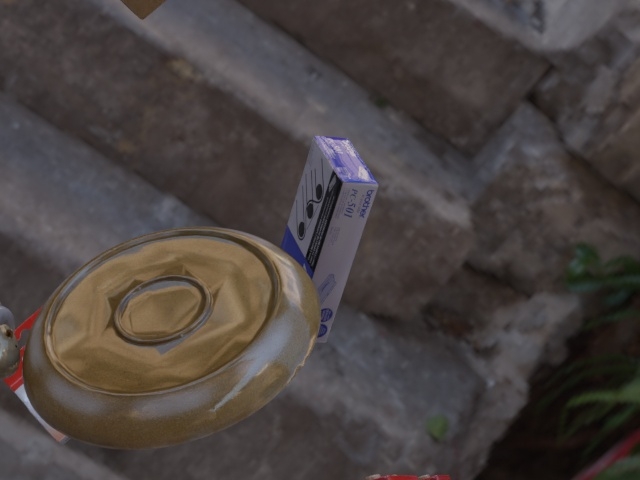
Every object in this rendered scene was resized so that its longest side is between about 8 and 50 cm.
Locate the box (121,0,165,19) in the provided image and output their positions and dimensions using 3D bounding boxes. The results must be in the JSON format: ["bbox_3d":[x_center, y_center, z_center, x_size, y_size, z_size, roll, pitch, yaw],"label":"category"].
[{"bbox_3d":[-0.195,-0.338,1.435,0.201,0.164,0.021,42,28,-26],"label":"box"}]

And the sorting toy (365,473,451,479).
[{"bbox_3d":[0.010,0.298,1.396,0.257,0.255,0.089,21,52,-66],"label":"sorting toy"}]

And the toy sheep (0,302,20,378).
[{"bbox_3d":[-0.293,0.072,1.119,0.132,0.091,0.091,26,23,13],"label":"toy sheep"}]

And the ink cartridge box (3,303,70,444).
[{"bbox_3d":[-0.387,0.188,2.094,0.179,0.145,0.045,47,-13,5],"label":"ink cartridge box"}]

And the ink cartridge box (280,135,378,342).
[{"bbox_3d":[0.000,0.000,1.543,0.046,0.207,0.097,3,33,-24],"label":"ink cartridge box"}]

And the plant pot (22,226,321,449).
[{"bbox_3d":[-0.118,0.061,1.089,0.236,0.236,0.032,-103,179,-52],"label":"plant pot"}]
